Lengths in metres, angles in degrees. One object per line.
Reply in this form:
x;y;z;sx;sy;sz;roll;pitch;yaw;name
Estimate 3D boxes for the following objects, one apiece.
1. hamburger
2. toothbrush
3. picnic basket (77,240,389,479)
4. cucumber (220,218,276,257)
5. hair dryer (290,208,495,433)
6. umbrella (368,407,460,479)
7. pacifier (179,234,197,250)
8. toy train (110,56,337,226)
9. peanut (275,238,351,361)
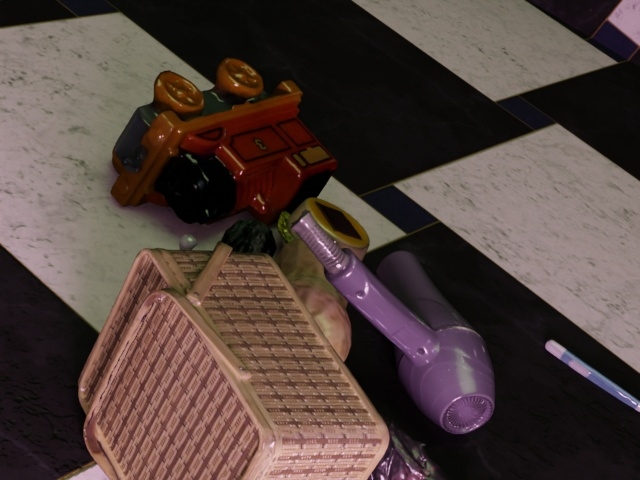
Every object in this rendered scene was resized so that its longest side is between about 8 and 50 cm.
0.000;0.000;1.923;0.126;0.081;0.141;47;23;27;hamburger
0.442;0.229;1.977;0.275;0.019;0.025;34;38;12;toothbrush
-0.112;0.173;1.411;0.175;0.228;0.313;4;37;-39;picnic basket
-0.101;0.048;1.756;0.078;0.062;0.211;54;20;-19;cucumber
0.077;0.060;1.719;0.361;0.121;0.301;45;14;-39;hair dryer
0.137;0.303;1.540;0.326;0.090;0.094;41;10;24;umbrella
-0.178;0.021;1.762;0.083;0.064;0.068;14;14;-22;pacifier
-0.130;-0.126;1.947;0.231;0.163;0.369;45;33;14;toy train
-0.021;0.079;1.741;0.123;0.124;0.257;20;30;-12;peanut
